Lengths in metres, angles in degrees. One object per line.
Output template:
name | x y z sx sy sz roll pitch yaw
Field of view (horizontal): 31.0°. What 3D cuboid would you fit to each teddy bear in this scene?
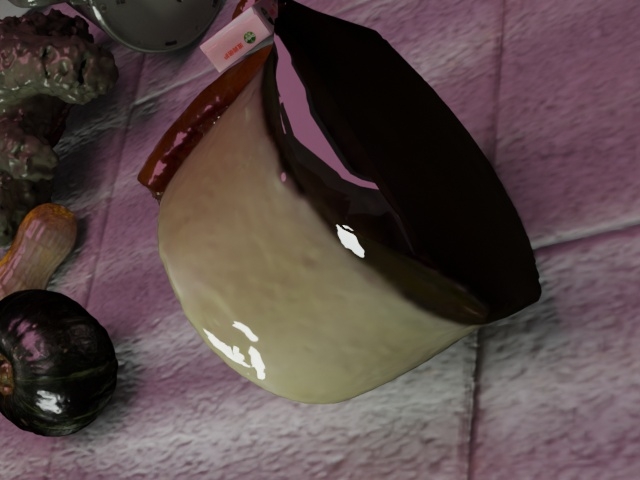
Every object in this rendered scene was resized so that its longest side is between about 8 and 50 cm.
teddy bear | -0.447 -0.156 1.735 0.357 0.224 0.368 -138 55 -64

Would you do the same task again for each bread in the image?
bread | -0.091 -0.317 1.567 0.047 0.036 0.083 17 81 47

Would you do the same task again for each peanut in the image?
peanut | -0.418 0.040 1.646 0.087 0.087 0.207 29 87 51

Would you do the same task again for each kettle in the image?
kettle | -0.319 -0.396 1.712 0.265 0.205 0.318 -45 39 -5

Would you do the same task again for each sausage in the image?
sausage | -0.123 -0.152 1.464 0.302 0.076 0.103 -42 51 22

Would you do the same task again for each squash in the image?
squash | -0.339 0.150 1.431 0.193 0.156 0.193 46 144 49

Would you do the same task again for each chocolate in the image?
chocolate | 0.000 0.000 1.049 0.297 0.326 0.314 -39 76 19

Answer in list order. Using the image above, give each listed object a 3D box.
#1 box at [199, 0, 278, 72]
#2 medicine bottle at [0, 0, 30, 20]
box | -0.098 -0.268 1.483 0.089 0.043 0.125 -34 12 18
medicine bottle | -0.618 -0.450 2.148 0.296 0.111 0.161 -29 48 33
